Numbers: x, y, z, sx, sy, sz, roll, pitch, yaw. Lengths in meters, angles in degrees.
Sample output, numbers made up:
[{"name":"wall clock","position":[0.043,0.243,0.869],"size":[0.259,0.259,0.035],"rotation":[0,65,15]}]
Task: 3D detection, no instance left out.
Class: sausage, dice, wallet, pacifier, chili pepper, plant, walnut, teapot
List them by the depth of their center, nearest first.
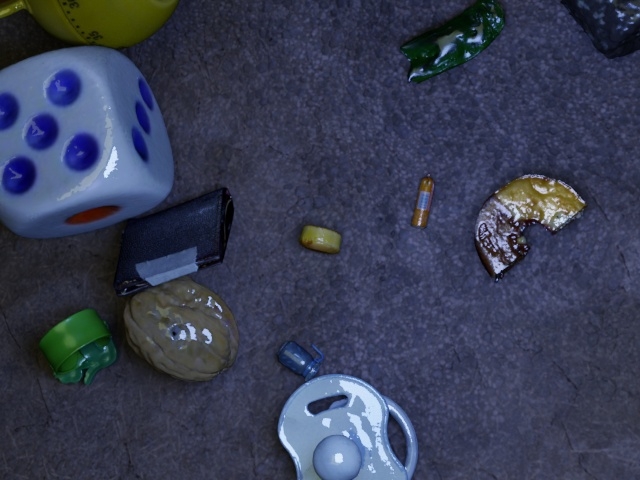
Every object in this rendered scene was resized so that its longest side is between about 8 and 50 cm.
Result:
[{"name":"pacifier","position":[0.048,0.386,1.797],"size":[0.244,0.233,0.299],"rotation":[-17,81,6]},{"name":"plant","position":[0.528,-0.504,1.812],"size":[0.213,0.215,0.312],"rotation":[-27,76,11]},{"name":"walnut","position":[-0.265,0.168,1.907],"size":[0.245,0.198,0.198],"rotation":[37,92,-7]},{"name":"wallet","position":[-0.277,0.004,1.920],"size":[0.221,0.262,0.071],"rotation":[-16,117,8]},{"name":"sausage","position":[0.200,-0.076,1.923],"size":[0.031,0.031,0.107],"rotation":[13,86,13]},{"name":"chili pepper","position":[0.254,-0.385,1.934],"size":[0.224,0.061,0.098],"rotation":[-32,85,5]},{"name":"teapot","position":[-0.039,0.230,1.934],"size":[0.083,0.063,0.049],"rotation":[36,123,11]},{"name":"dice","position":[-0.483,-0.188,1.958],"size":[0.304,0.277,0.304],"rotation":[-19,81,11]}]

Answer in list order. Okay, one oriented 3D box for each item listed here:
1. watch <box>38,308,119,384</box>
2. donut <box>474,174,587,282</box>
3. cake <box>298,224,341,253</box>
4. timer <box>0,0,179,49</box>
[{"name":"watch","position":[-0.488,0.216,1.973],"size":[0.165,0.152,0.131],"rotation":[-36,80,4]},{"name":"donut","position":[0.376,-0.035,1.854],"size":[0.217,0.085,0.141],"rotation":[-34,77,5]},{"name":"cake","position":[0.000,0.000,1.930],"size":[0.084,0.084,0.044],"rotation":[13,84,13]},{"name":"timer","position":[-0.471,-0.542,1.966],"size":[0.387,0.376,0.376],"rotation":[3,84,25]}]
